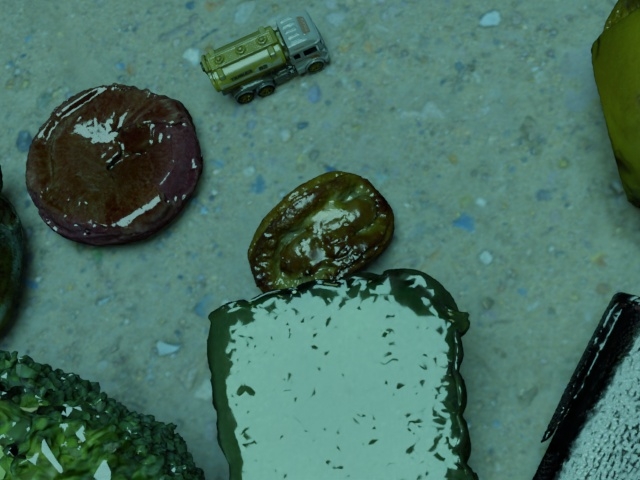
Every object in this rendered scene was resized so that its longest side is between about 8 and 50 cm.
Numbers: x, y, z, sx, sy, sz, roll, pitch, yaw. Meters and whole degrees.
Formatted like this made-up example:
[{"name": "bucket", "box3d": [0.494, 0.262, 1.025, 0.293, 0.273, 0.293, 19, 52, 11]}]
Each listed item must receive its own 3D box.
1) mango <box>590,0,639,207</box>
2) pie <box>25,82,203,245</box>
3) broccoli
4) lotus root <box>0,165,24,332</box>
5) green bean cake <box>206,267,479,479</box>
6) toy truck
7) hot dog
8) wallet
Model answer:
[{"name": "mango", "box3d": [0.325, -0.134, 0.968, 0.167, 0.130, 0.262, -12, 64, 4]}, {"name": "pie", "box3d": [-0.206, -0.076, 1.089, 0.182, 0.049, 0.182, -4, 65, 8]}, {"name": "broccoli", "box3d": [-0.226, 0.307, 0.869, 0.353, 0.275, 0.397, 5, 69, 46]}, {"name": "lotus root", "box3d": [-0.343, 0.009, 1.055, 0.088, 0.113, 0.192, -14, 65, 44]}, {"name": "green bean cake", "box3d": [0.024, 0.140, 0.913, 0.222, 0.125, 0.227, -10, 80, 5]}, {"name": "toy truck", "box3d": [-0.056, -0.185, 1.092, 0.123, 0.063, 0.052, -24, 67, 2]}, {"name": "hot dog", "box3d": [-0.001, -0.001, 1.014, 0.147, 0.065, 0.099, -35, 82, -4]}, {"name": "wallet", "box3d": [0.316, 0.191, 0.885, 0.262, 0.071, 0.221, 27, 77, 12]}]
